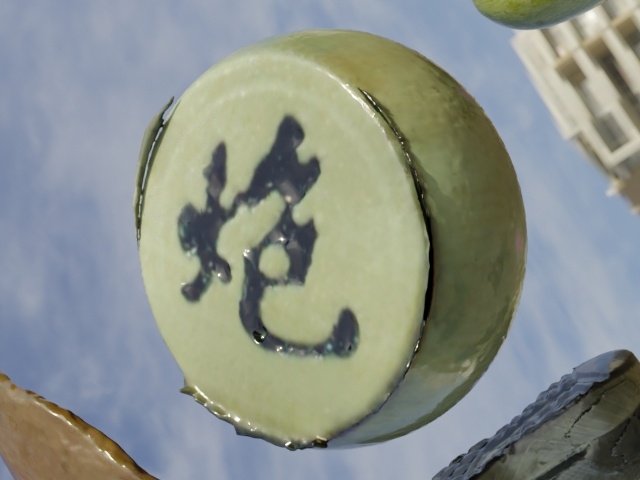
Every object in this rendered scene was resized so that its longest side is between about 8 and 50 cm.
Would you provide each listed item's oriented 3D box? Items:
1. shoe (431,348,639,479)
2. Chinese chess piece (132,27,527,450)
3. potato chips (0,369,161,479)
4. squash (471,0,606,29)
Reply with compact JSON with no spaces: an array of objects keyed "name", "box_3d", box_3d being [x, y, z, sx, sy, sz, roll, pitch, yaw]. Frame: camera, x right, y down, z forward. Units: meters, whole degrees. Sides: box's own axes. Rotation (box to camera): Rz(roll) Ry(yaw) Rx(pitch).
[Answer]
[{"name":"shoe","box_3d":[0.203,0.261,1.433,0.171,0.336,0.132,48,-167,-2]},{"name":"Chinese chess piece","box_3d":[0.000,0.000,1.279,0.146,0.349,0.349,-8,-115,-49]},{"name":"potato chips","box_3d":[-0.149,0.156,0.964,0.202,0.049,0.150,39,152,27]},{"name":"squash","box_3d":[0.234,-0.273,1.411,0.132,0.247,0.132,29,-136,-32]}]
